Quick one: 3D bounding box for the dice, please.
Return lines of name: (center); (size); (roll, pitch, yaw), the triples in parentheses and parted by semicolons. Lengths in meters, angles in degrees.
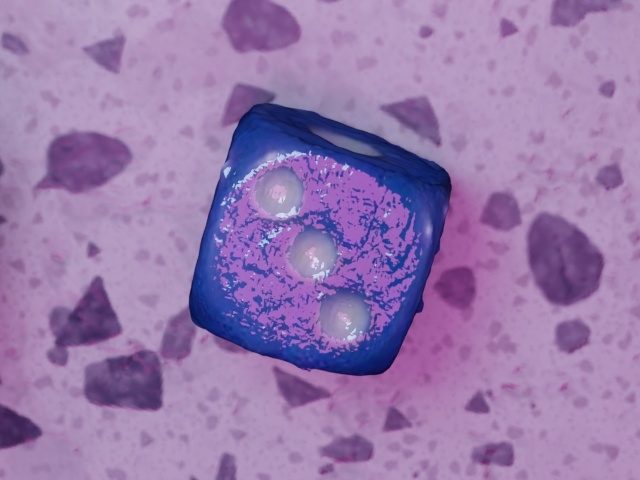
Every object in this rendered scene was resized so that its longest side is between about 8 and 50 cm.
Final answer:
dice: (0.000, 0.000, 1.094); (0.146, 0.143, 0.146); (16, 100, 0)
